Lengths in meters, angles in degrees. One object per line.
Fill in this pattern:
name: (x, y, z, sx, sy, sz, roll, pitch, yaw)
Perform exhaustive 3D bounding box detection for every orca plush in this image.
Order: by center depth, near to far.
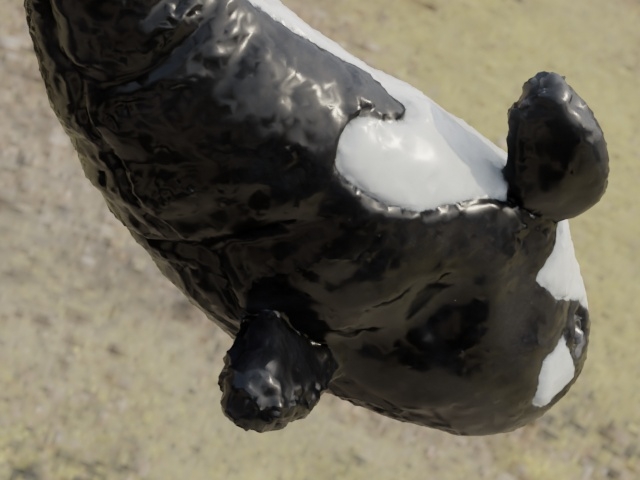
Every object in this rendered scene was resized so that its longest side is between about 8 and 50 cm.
orca plush: (0.000, 0.000, 0.468, 0.151, 0.287, 0.102, -4, 58, 18)
